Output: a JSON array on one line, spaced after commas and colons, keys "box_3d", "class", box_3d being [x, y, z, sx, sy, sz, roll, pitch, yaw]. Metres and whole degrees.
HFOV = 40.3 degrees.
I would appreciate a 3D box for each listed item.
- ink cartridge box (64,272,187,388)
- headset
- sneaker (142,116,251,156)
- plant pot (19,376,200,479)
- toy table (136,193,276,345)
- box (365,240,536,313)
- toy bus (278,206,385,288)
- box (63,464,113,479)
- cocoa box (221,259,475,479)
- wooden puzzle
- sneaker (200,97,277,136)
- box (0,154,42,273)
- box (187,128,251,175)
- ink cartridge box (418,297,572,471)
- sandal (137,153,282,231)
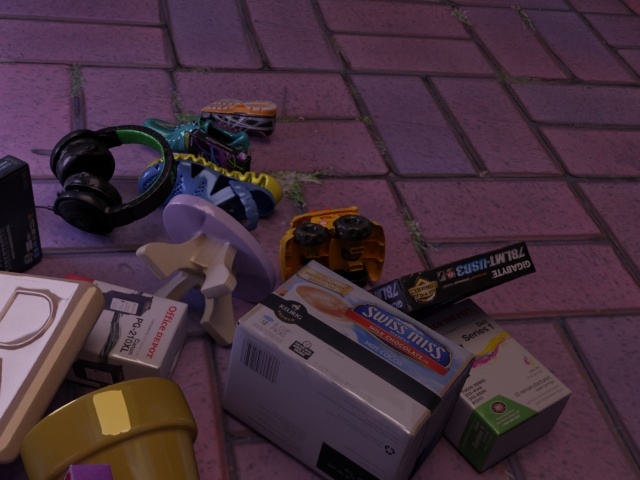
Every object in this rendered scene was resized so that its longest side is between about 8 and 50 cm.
[{"box_3d": [-0.374, 0.173, 1.568, 0.237, 0.100, 0.172, 14, 40, 2], "class": "ink cartridge box"}, {"box_3d": [-0.502, -0.134, 1.814, 0.394, 0.185, 0.243, -17, 54, -1], "class": "headset"}, {"box_3d": [-0.294, -0.250, 2.082, 0.275, 0.110, 0.107, 15, 40, 5], "class": "sneaker"}, {"box_3d": [-0.279, 0.366, 1.274, 0.254, 0.254, 0.239, -14, 63, -28], "class": "plant pot"}, {"box_3d": [-0.217, 0.062, 1.651, 0.274, 0.252, 0.161, 42, 49, -15], "class": "toy table"}, {"box_3d": [0.207, 0.096, 1.672, 0.293, 0.295, 0.073, -15, 82, -28], "class": "box"}, {"box_3d": [0.000, 0.000, 1.848, 0.220, 0.149, 0.211, -8, 31, -19], "class": "toy bus"}, {"box_3d": [-0.319, 0.454, 1.101, 0.057, 0.293, 0.201, 9, 35, -34], "class": "box"}, {"box_3d": [0.043, 0.242, 1.489, 0.347, 0.231, 0.228, 30, 42, 20], "class": "cocoa box"}, {"box_3d": [-0.556, 0.196, 1.426, 0.348, 0.080, 0.322, 8, 54, 22], "class": "wooden puzzle"}, {"box_3d": [-0.208, -0.308, 2.201, 0.215, 0.083, 0.084, 9, 31, 25], "class": "sneaker"}, {"box_3d": [-0.618, -0.019, 1.630, 0.059, 0.232, 0.183, 24, 40, 23], "class": "box"}, {"box_3d": [-0.235, -0.174, 2.001, 0.162, 0.116, 0.029, 29, 44, 20], "class": "box"}, {"box_3d": [0.286, 0.259, 1.620, 0.201, 0.117, 0.278, -20, 49, -32], "class": "ink cartridge box"}, {"box_3d": [-0.245, -0.098, 1.910, 0.317, 0.126, 0.138, 8, 44, -2], "class": "sandal"}]
